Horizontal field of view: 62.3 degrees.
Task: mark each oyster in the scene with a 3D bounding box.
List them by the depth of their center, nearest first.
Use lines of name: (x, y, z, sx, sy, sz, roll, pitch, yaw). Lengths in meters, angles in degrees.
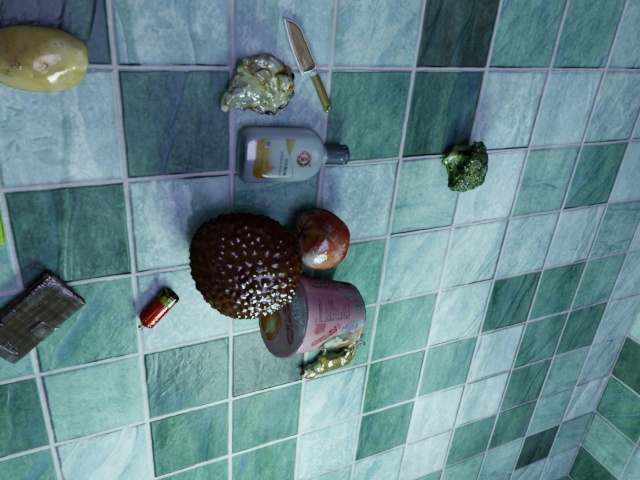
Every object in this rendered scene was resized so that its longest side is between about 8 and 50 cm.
oyster: (-0.141, -0.345, 1.216, 0.191, 0.081, 0.163, -38, 132, 0)

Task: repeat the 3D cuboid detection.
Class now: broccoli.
broccoli: (0.434, -0.220, 1.567, 0.138, 0.146, 0.162, 37, 113, -7)

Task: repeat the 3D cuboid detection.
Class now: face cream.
face cream: (-0.064, -0.214, 1.332, 0.291, 0.071, 0.144, -4, 118, -27)

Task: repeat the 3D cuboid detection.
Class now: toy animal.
toy animal: (0.041, 0.385, 1.739, 0.241, 0.057, 0.099, -14, 129, -23)

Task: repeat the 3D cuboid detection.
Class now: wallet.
wallet: (-0.680, 0.183, 1.240, 0.230, 0.042, 0.124, -41, 125, -3)

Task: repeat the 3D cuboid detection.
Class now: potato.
potato: (-0.529, -0.338, 0.990, 0.178, 0.109, 0.119, -5, 141, -20)

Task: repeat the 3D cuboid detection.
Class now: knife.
knife: (-0.029, -0.414, 1.271, 0.046, 0.022, 0.256, -31, 127, -5)

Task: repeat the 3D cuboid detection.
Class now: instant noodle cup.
instant noodle cup: (-0.020, 0.206, 1.502, 0.231, 0.243, 0.243, 6, 114, -39)

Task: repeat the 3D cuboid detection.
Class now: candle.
candle: (-0.426, 0.184, 1.373, 0.131, 0.052, 0.052, -48, 128, 4)

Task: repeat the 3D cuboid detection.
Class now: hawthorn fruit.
hawthorn fruit: (0.000, 0.000, 1.429, 0.172, 0.173, 0.173, -13, 122, -22)

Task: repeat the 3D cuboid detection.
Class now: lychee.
lychee: (-0.181, 0.065, 1.301, 0.276, 0.276, 0.304, -46, 113, 1)

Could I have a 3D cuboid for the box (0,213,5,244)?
box: (-0.741, -0.139, 1.026, 0.186, 0.047, 0.335, -6, 120, -25)
